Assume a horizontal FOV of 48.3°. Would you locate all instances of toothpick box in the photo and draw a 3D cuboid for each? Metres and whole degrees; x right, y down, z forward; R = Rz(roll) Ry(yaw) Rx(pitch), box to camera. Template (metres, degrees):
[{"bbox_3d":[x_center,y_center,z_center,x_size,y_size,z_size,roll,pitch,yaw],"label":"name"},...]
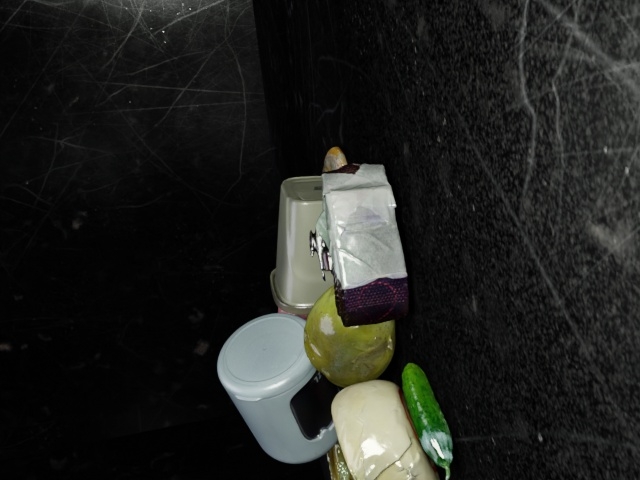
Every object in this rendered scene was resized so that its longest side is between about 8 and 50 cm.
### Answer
[{"bbox_3d":[-0.084,0.366,1.675,0.263,0.263,0.354,-110,-1,-53],"label":"toothpick box"}]

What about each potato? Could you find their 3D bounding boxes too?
[{"bbox_3d":[0.061,0.198,1.454,0.228,0.197,0.148,-53,16,37],"label":"potato"}]

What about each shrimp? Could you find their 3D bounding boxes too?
[{"bbox_3d":[0.036,-0.140,1.701,0.187,0.052,0.132,102,157,-64],"label":"shrimp"}]

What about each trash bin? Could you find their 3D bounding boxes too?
[{"bbox_3d":[0.000,0.000,1.572,0.220,0.219,0.250,-119,27,-63],"label":"trash bin"}]

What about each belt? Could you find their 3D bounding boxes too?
[{"bbox_3d":[0.063,0.008,1.278,0.184,0.164,0.289,114,148,-86],"label":"belt"}]

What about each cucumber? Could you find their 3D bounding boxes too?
[{"bbox_3d":[0.177,0.289,1.191,0.250,0.056,0.056,-108,11,-54],"label":"cucumber"}]

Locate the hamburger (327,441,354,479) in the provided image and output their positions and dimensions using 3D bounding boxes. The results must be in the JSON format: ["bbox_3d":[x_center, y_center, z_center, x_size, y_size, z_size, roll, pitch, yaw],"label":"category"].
[{"bbox_3d":[0.093,0.619,1.949,0.211,0.133,0.308,106,153,-74],"label":"hamburger"}]

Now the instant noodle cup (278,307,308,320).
[{"bbox_3d":[-0.007,0.109,1.813,0.244,0.244,0.255,166,103,-82],"label":"instant noodle cup"}]

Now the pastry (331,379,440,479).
[{"bbox_3d":[0.120,0.367,1.264,0.265,0.133,0.264,-24,-90,-85],"label":"pastry"}]
